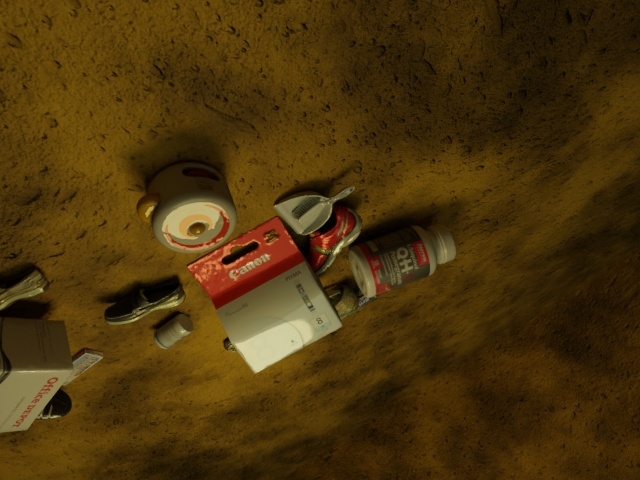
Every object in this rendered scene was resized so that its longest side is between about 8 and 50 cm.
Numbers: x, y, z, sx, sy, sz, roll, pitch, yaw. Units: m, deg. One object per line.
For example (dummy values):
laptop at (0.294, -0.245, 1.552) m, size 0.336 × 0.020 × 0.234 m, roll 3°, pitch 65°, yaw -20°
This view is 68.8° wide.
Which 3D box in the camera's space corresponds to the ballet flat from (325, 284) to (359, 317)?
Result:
ballet flat at (-0.030, 0.263, 1.668) m, size 0.348 × 0.123 × 0.123 m, roll -29°, pitch 142°, yaw 6°

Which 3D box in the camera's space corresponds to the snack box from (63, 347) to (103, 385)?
snack box at (-0.771, 0.399, 1.470) m, size 0.178 × 0.022 × 0.064 m, roll -35°, pitch 140°, yaw 13°

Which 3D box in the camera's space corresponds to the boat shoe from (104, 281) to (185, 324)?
boat shoe at (-0.495, 0.166, 1.313) m, size 0.223 × 0.080 × 0.073 m, roll -16°, pitch 136°, yaw -20°

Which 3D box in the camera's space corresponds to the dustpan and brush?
dustpan and brush at (-0.002, -0.099, 1.280) m, size 0.211 × 0.060 × 0.147 m, roll -36°, pitch 134°, yaw 5°

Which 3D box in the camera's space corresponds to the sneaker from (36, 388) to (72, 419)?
sneaker at (-0.950, 0.528, 1.472) m, size 0.281 × 0.106 × 0.162 m, roll 21°, pitch 129°, yaw -31°

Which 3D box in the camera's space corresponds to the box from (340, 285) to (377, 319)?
box at (0.121, 0.224, 1.739) m, size 0.169 × 0.054 × 0.059 m, roll -36°, pitch 141°, yaw 12°

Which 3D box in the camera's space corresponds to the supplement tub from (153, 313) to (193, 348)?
supplement tub at (-0.463, 0.286, 1.472) m, size 0.107 × 0.071 × 0.071 m, roll -34°, pitch 142°, yaw 13°

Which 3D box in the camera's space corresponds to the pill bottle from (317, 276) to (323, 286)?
pill bottle at (-0.107, 0.190, 1.504) m, size 0.245 × 0.136 × 0.136 m, roll -23°, pitch 142°, yaw -3°

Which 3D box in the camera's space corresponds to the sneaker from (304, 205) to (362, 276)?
sneaker at (0.000, 0.000, 1.398) m, size 0.118 × 0.107 × 0.279 m, roll 30°, pitch 115°, yaw -26°

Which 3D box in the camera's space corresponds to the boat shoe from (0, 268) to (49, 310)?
boat shoe at (-0.763, 0.118, 1.123) m, size 0.190 × 0.068 × 0.072 m, roll -25°, pitch 130°, yaw -14°

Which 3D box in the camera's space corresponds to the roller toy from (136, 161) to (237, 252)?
roller toy at (-0.297, -0.071, 1.083) m, size 0.191 × 0.146 × 0.209 m, roll -27°, pitch 142°, yaw 1°

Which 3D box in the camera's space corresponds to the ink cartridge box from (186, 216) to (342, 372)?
ink cartridge box at (-0.156, 0.167, 1.360) m, size 0.308 × 0.091 × 0.385 m, roll -29°, pitch 115°, yaw 3°

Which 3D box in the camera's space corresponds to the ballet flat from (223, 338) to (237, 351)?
ballet flat at (-0.229, 0.375, 1.716) m, size 0.249 × 0.058 × 0.084 m, roll -2°, pitch 136°, yaw -27°

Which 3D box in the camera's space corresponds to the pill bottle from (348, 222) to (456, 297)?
pill bottle at (0.266, 0.054, 1.521) m, size 0.318 × 0.176 × 0.176 m, roll -19°, pitch 142°, yaw -8°

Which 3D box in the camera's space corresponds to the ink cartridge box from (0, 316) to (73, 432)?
ink cartridge box at (-0.846, 0.321, 1.096) m, size 0.285 × 0.166 × 0.395 m, roll -46°, pitch 145°, yaw 20°
